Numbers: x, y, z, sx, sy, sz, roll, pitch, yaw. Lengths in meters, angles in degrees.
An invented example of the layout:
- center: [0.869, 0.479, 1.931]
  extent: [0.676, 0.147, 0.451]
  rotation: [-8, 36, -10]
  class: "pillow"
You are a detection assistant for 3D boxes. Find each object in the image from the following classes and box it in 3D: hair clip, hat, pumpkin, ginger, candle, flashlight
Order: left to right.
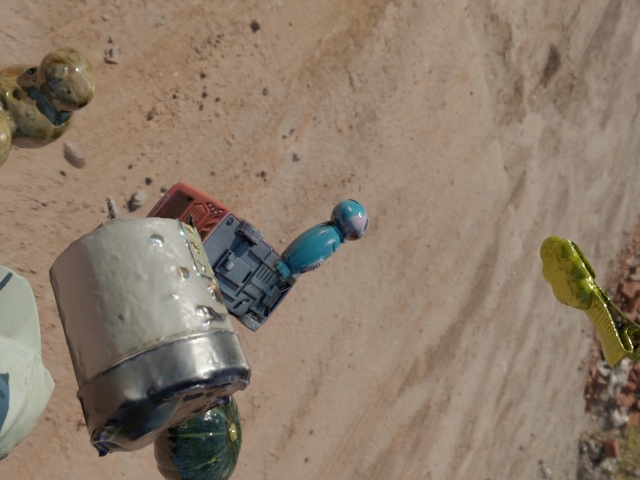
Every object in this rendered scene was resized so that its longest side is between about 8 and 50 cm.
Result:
- center: [-0.509, 0.165, 0.810]
  extent: [0.257, 0.168, 0.302]
  rotation: [6, 113, -17]
  class: "hat"
- center: [-0.507, -0.206, 0.948]
  extent: [0.304, 0.244, 0.155]
  rotation: [-40, 112, -28]
  class: "ginger"
- center: [-0.210, 0.062, 0.688]
  extent: [0.187, 0.187, 0.330]
  rotation: [1, 57, -47]
  class: "candle"
- center: [-0.231, 0.367, 1.122]
  extent: [0.211, 0.151, 0.212]
  rotation: [-5, 90, -88]
  class: "pumpkin"
- center: [0.000, 0.000, 0.691]
  extent: [0.129, 0.051, 0.051]
  rotation: [-34, 125, -10]
  class: "flashlight"
- center: [0.311, 0.066, 0.696]
  extent: [0.046, 0.173, 0.072]
  rotation: [-16, 145, -13]
  class: "hair clip"

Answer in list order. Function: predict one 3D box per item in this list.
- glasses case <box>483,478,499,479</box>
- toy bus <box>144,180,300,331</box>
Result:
- center: [0.302, 0.523, 0.938]
  extent: [0.067, 0.283, 0.109]
  rotation: [14, 129, -29]
  class: "glasses case"
- center: [-0.230, 0.049, 1.415]
  extent: [0.203, 0.233, 0.427]
  rotation: [-52, 152, -7]
  class: "toy bus"
